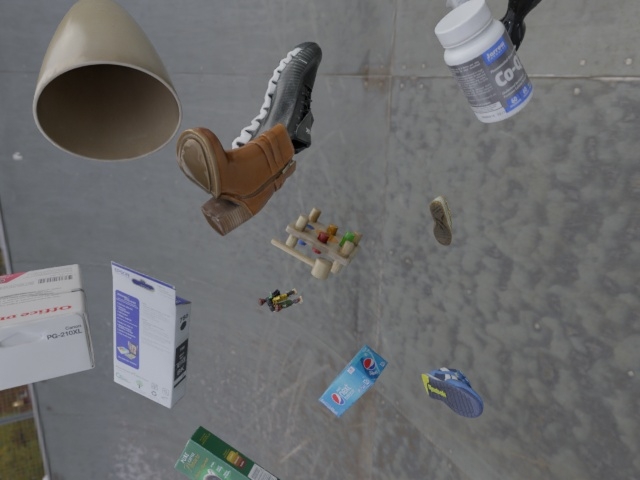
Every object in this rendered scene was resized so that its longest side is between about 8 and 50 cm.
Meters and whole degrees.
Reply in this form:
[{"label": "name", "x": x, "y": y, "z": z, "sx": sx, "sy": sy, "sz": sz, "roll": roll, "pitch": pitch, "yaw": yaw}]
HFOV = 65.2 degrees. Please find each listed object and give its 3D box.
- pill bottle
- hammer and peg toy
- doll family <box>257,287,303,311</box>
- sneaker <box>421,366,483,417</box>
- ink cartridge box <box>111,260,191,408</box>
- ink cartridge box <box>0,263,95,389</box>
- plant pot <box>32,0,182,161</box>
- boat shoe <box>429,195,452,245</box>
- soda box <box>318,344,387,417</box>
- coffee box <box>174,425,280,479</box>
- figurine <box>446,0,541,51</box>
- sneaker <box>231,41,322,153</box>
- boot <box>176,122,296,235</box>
[{"label": "pill bottle", "x": 0.204, "y": -0.223, "z": 0.627, "sx": 0.137, "sy": 0.078, "sz": 0.078, "roll": 48, "pitch": 168, "yaw": -29}, {"label": "hammer and peg toy", "x": 0.000, "y": 0.000, "z": 1.780, "sx": 0.266, "sy": 0.361, "sz": 0.127, "roll": 31, "pitch": 107, "yaw": 7}, {"label": "doll family", "x": -0.139, "y": 0.201, "z": 1.666, "sx": 0.076, "sy": 0.112, "sz": 0.193, "roll": 68, "pitch": 159, "yaw": 8}, {"label": "sneaker", "x": 0.222, "y": 0.238, "z": 0.810, "sx": 0.144, "sy": 0.059, "sz": 0.053, "roll": -168, "pitch": 64, "yaw": -71}, {"label": "ink cartridge box", "x": -0.368, "y": 0.199, "z": 1.089, "sx": 0.166, "sy": 0.065, "sz": 0.332, "roll": 20, "pitch": 119, "yaw": 16}, {"label": "ink cartridge box", "x": -0.460, "y": 0.129, "z": 0.790, "sx": 0.237, "sy": 0.172, "sz": 0.100, "roll": 29, "pitch": 125, "yaw": 59}, {"label": "plant pot", "x": -0.427, "y": -0.342, "z": 0.993, "sx": 0.256, "sy": 0.257, "sz": 0.273, "roll": 121, "pitch": 137, "yaw": -51}, {"label": "boat shoe", "x": 0.305, "y": -0.049, "z": 1.235, "sx": 0.050, "sy": 0.045, "sz": 0.135, "roll": 11, "pitch": 134, "yaw": 35}, {"label": "soda box", "x": 0.072, "y": 0.331, "z": 1.168, "sx": 0.067, "sy": 0.071, "sz": 0.210, "roll": 39, "pitch": 137, "yaw": 9}, {"label": "coffee box", "x": -0.176, "y": 0.435, "z": 0.937, "sx": 0.184, "sy": 0.040, "sz": 0.113, "roll": 31, "pitch": 124, "yaw": 4}, {"label": "figurine", "x": 0.315, "y": -0.466, "z": 0.912, "sx": 0.214, "sy": 0.092, "sz": 0.209, "roll": 58, "pitch": 161, "yaw": 28}, {"label": "sneaker", "x": -0.044, "y": -0.192, "z": 0.779, "sx": 0.106, "sy": 0.078, "sz": 0.234, "roll": 31, "pitch": 90, "yaw": 18}, {"label": "boot", "x": -0.098, "y": -0.108, "z": 0.650, "sx": 0.073, "sy": 0.152, "sz": 0.197, "roll": 39, "pitch": 157, "yaw": 18}]
